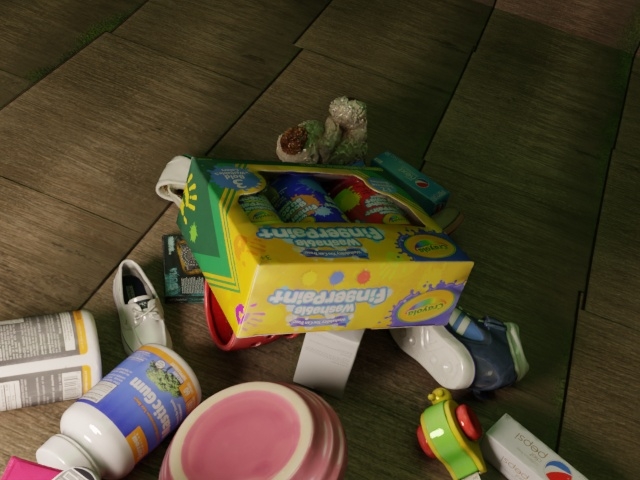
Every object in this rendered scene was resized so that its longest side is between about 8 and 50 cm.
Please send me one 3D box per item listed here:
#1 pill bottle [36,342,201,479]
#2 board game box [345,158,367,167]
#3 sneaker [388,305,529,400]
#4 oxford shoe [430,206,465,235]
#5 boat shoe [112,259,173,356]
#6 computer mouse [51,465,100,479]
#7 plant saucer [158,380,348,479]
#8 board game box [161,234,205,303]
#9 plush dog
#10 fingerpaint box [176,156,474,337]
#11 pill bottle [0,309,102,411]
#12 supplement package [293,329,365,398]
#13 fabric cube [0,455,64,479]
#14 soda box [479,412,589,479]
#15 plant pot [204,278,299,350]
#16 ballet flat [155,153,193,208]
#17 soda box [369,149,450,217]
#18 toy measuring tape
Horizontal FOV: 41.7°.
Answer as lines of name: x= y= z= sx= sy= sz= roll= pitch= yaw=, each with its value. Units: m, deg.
pill bottle: x=-0.345 y=0.312 z=1.447 sx=0.152 sy=0.152 sz=0.272 roll=31 pitch=46 yaw=18
board game box: x=0.024 y=-0.089 z=1.976 sx=0.160 sy=0.047 sz=0.210 roll=-20 pitch=34 yaw=27
sneaker: x=0.297 y=0.193 z=1.780 sx=0.236 sy=0.130 sz=0.323 roll=1 pitch=33 yaw=-33
oxford shoe: x=0.193 y=-0.024 z=1.934 sx=0.348 sy=0.123 sz=0.130 roll=-26 pitch=82 yaw=-35
boat shoe: x=-0.359 y=0.145 z=1.669 sx=0.095 sy=0.084 sz=0.258 roll=-14 pitch=49 yaw=-27
computer mouse: x=-0.359 y=0.377 z=1.086 sx=0.106 sy=0.042 sz=0.193 roll=28 pitch=51 yaw=25
plant saucer: x=-0.123 y=0.359 z=1.413 sx=0.332 sy=0.084 sz=0.332 roll=-11 pitch=38 yaw=9
board game box: x=-0.279 y=0.059 z=1.823 sx=0.126 sy=0.026 sz=0.186 roll=1 pitch=45 yaw=-13
plush dog: x=0.001 y=-0.233 z=2.104 sx=0.225 sy=0.262 sz=0.210 roll=-4 pitch=86 yaw=-2
fingerpaint box: x=0.000 y=0.000 z=1.601 sx=0.445 sy=0.163 sz=0.371 roll=1 pitch=33 yaw=-29
pill bottle: x=-0.538 y=0.217 z=1.490 sx=0.278 sy=0.162 sz=0.162 roll=-6 pitch=46 yaw=-21
supplement package: x=0.023 y=0.204 z=1.636 sx=0.105 sy=0.179 sz=0.105 roll=19 pitch=43 yaw=4
fabric cube: x=-0.353 y=0.498 z=1.173 sx=0.258 sy=0.259 sz=0.254 roll=15 pitch=44 yaw=3
soda box: x=0.404 y=0.430 z=1.578 sx=0.216 sy=0.069 sz=0.074 roll=38 pitch=49 yaw=25
plant pot: x=-0.125 y=0.122 z=1.687 sx=0.174 sy=0.191 sz=0.191 roll=0 pitch=44 yaw=-28
ballet flat: x=-0.211 y=-0.069 z=1.914 sx=0.400 sy=0.139 sz=0.139 roll=26 pitch=44 yaw=23
soda box: x=0.220 y=-0.138 z=2.126 sx=0.210 sy=0.071 sz=0.067 roll=38 pitch=49 yaw=24
toy measuring tape: x=0.249 y=0.401 z=1.530 sx=0.121 sy=0.121 sz=0.330 roll=1 pitch=44 yaw=-13
